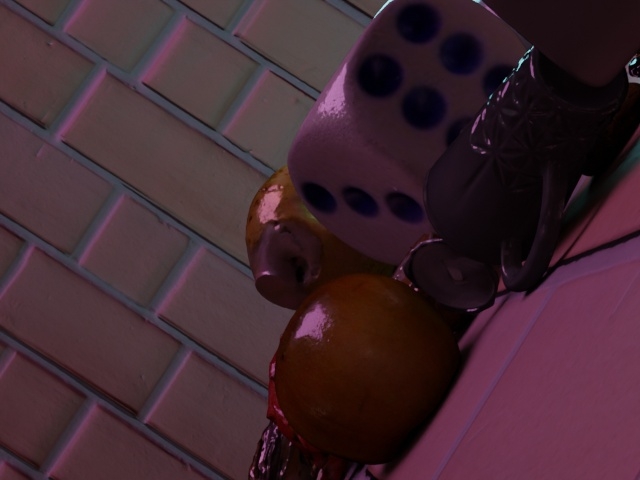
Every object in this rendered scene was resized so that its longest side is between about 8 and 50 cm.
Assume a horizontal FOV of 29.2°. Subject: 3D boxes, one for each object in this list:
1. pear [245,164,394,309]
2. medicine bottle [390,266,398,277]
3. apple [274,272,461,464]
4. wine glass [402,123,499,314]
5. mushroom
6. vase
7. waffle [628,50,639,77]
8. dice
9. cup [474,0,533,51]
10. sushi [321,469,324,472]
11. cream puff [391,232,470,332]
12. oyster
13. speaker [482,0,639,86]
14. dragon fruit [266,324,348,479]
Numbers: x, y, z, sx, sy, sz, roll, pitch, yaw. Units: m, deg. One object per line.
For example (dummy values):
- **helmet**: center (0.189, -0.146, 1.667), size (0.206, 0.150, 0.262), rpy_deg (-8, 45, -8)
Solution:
- **pear**: center (0.000, 0.000, 2.032), size (0.271, 0.271, 0.271), rpy_deg (-57, -1, -2)
- **medicine bottle**: center (0.136, 0.009, 2.231), size (0.245, 0.245, 0.306), rpy_deg (-7, -59, -88)
- **apple**: center (0.058, 0.159, 1.496), size (0.237, 0.207, 0.237), rpy_deg (-47, -23, -27)
- **wine glass**: center (0.198, -0.030, 1.511), size (0.232, 0.156, 0.156), rpy_deg (-58, 0, -40)
- **mushroom**: center (0.315, -0.128, 1.366), size (0.123, 0.052, 0.123), rpy_deg (-60, 1, 2)
- **vase**: center (0.220, -0.087, 1.298), size (0.301, 0.156, 0.251), rpy_deg (114, 155, -61)
- **waffle**: center (0.388, -0.256, 1.178), size (0.307, 0.060, 0.312), rpy_deg (-55, -2, -7)
- **dice**: center (0.134, -0.164, 1.815), size (0.304, 0.277, 0.304), rpy_deg (-52, -4, -25)
- **cup**: center (0.363, -0.352, 2.071), size (0.371, 0.253, 0.253), rpy_deg (-59, -2, 18)
- **sushi**: center (0.027, 0.366, 2.095), size (0.046, 0.044, 0.083), rpy_deg (-92, 27, -53)
- **cream puff**: center (0.155, 0.070, 1.666), size (0.165, 0.115, 0.150), rpy_deg (-44, 17, 52)
- **oyster**: center (-0.037, 0.320, 1.974), size (0.271, 0.100, 0.275), rpy_deg (-32, -56, -50)
- **speaker**: center (0.297, -0.327, 1.181), size (0.184, 0.183, 0.406), rpy_deg (-49, 4, 38)
- **dragon fruit**: center (0.016, 0.226, 1.811), size (0.205, 0.210, 0.268), rpy_deg (-6, -79, -47)
